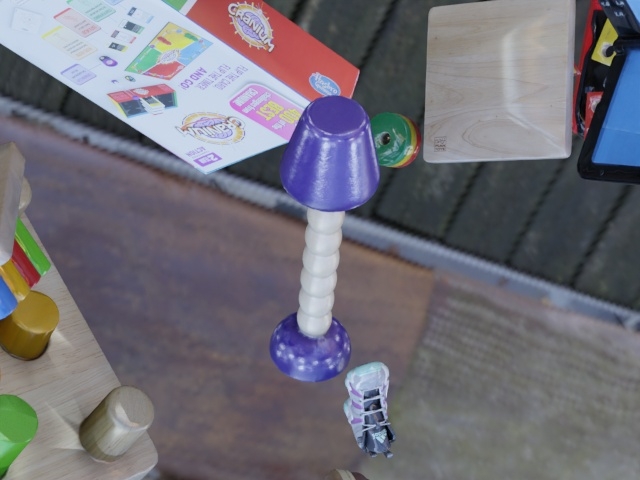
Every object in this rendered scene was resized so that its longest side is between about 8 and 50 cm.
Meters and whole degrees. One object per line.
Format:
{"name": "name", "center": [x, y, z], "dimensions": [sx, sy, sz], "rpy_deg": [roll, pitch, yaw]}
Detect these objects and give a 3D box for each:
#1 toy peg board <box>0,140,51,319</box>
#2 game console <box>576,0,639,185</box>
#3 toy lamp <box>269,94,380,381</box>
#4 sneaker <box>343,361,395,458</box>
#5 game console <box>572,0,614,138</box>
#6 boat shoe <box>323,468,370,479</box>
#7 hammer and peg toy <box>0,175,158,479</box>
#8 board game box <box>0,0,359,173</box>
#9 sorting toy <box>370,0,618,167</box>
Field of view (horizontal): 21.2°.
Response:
{"name": "toy peg board", "center": [-0.237, 0.035, 1.031], "dimensions": [0.161, 0.160, 0.079], "rpy_deg": [-28, 114, 6]}
{"name": "game console", "center": [0.143, -0.087, 0.757], "dimensions": [0.071, 0.122, 0.107], "rpy_deg": [-40, 108, -16]}
{"name": "toy lamp", "center": [0.000, 0.000, 1.348], "dimensions": [0.080, 0.080, 0.274], "rpy_deg": [-4, 138, -12]}
{"name": "sneaker", "center": [0.046, 0.146, 1.406], "dimensions": [0.038, 0.069, 0.098], "rpy_deg": [-15, 151, -8]}
{"name": "game console", "center": [0.494, -0.252, 1.911], "dimensions": [0.387, 0.060, 0.342], "rpy_deg": [9, 83, 13]}
{"name": "boat shoe", "center": [0.098, 0.350, 1.552], "dimensions": [0.123, 0.342, 0.123], "rpy_deg": [-4, 133, -28]}
{"name": "hammer and peg toy", "center": [-0.307, 0.094, 1.117], "dimensions": [0.361, 0.266, 0.127], "rpy_deg": [-17, 160, -41]}
{"name": "board game box", "center": [-0.158, -0.190, 1.640], "dimensions": [0.316, 0.064, 0.242], "rpy_deg": [33, 152, -28]}
{"name": "sorting toy", "center": [0.162, -0.130, 1.410], "dimensions": [0.046, 0.274, 0.132], "rpy_deg": [8, 83, -54]}
